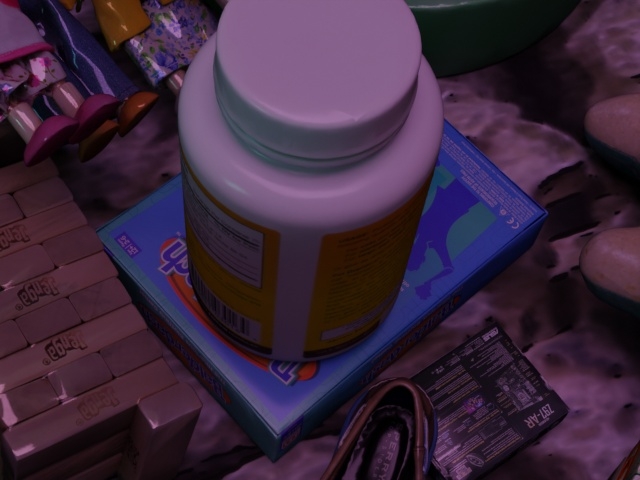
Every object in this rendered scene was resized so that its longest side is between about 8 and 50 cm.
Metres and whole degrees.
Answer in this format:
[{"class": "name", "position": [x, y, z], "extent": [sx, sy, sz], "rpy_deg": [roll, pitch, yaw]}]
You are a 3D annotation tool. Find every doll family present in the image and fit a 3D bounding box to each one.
[{"class": "doll family", "position": [-0.141, -0.132, 0.702], "extent": [0.163, 0.118, 0.263], "rpy_deg": [52, 47, 3]}]

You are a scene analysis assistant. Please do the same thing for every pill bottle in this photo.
[{"class": "pill bottle", "position": [-0.007, -0.032, 0.602], "extent": [0.117, 0.215, 0.117], "rpy_deg": [2, 63, -3]}]

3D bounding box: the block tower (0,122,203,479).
[{"class": "block tower", "position": [-0.191, -0.009, 0.690], "extent": [0.097, 0.091, 0.335], "rpy_deg": [-24, 67, -28]}]

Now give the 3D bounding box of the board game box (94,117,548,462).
[{"class": "board game box", "position": [0.000, 0.000, 0.735], "extent": [0.210, 0.047, 0.160], "rpy_deg": [-37, 71, -21]}]

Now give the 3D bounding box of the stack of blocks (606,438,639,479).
[{"class": "stack of blocks", "position": [0.254, 0.206, 0.576], "extent": [0.297, 0.171, 0.087], "rpy_deg": [29, 63, 12]}]

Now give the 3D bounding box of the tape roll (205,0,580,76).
[{"class": "tape roll", "position": [0.047, -0.261, 0.864], "extent": [0.321, 0.077, 0.321], "rpy_deg": [2, 62, -4]}]

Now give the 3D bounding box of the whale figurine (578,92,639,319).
[{"class": "whale figurine", "position": [0.245, 0.012, 0.721], "extent": [0.216, 0.141, 0.272], "rpy_deg": [-13, 39, -11]}]

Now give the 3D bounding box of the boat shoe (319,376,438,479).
[{"class": "boat shoe", "position": [0.013, 0.153, 0.635], "extent": [0.066, 0.066, 0.183], "rpy_deg": [11, 69, 8]}]

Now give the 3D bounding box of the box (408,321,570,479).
[{"class": "box", "position": [0.085, 0.093, 0.708], "extent": [0.083, 0.018, 0.067], "rpy_deg": [-32, 69, -19]}]
